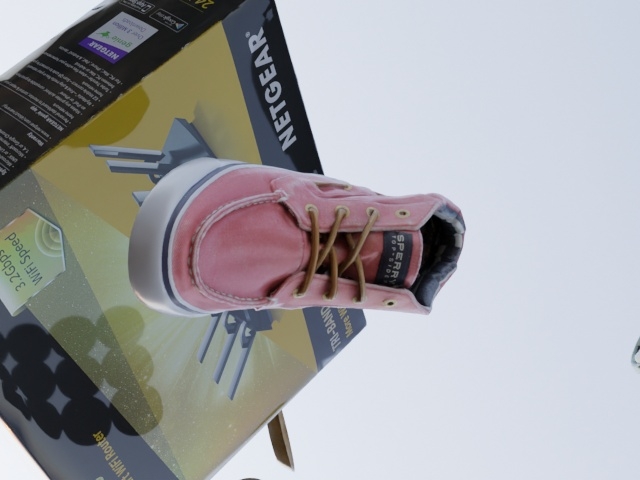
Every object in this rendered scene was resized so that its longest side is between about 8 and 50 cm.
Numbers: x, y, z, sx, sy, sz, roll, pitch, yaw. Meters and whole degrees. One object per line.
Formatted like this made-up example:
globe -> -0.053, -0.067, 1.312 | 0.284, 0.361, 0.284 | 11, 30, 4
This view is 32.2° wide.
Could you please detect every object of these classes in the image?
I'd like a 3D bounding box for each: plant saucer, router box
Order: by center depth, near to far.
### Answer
router box -> -0.104, 0.022, 0.667 | 0.081, 0.243, 0.309 | 32, -26, 35
plant saucer -> -0.042, 0.189, 1.090 | 0.083, 0.015, 0.083 | 166, -90, -89

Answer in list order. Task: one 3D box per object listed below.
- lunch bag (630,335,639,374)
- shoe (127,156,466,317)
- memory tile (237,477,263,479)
lunch bag -> 0.378, 0.023, 0.821 | 0.108, 0.224, 0.279 | 44, -31, -4
shoe -> 0.000, 0.000, 0.466 | 0.081, 0.178, 0.063 | 9, -82, 25
memory tile -> -0.026, 0.200, 0.623 | 0.113, 0.148, 0.012 | 3, -48, 19
